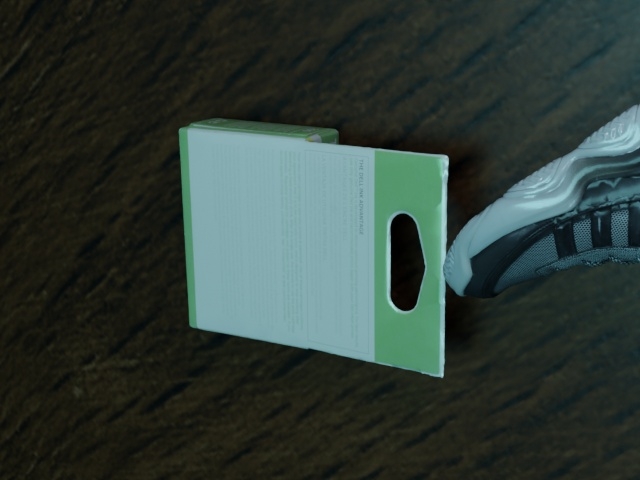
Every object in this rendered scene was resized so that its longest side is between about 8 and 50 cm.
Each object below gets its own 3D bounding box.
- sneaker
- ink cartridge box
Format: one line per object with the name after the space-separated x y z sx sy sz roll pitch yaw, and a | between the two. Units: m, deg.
0.207 0.003 0.747 0.269 0.101 0.153 -36 80 32 | sneaker
0.000 0.000 0.909 0.235 0.056 0.171 8 108 29 | ink cartridge box
